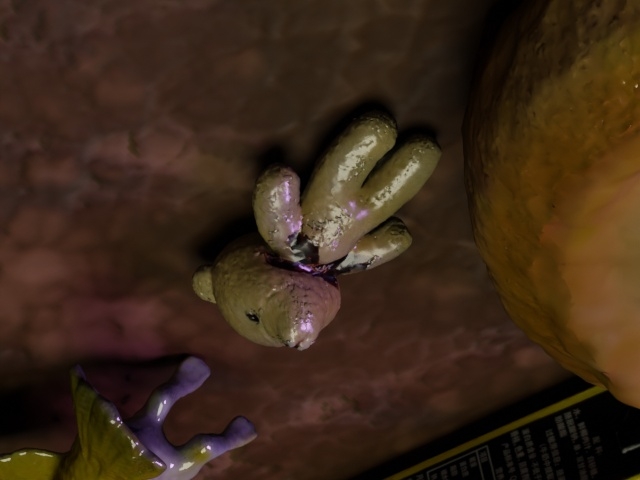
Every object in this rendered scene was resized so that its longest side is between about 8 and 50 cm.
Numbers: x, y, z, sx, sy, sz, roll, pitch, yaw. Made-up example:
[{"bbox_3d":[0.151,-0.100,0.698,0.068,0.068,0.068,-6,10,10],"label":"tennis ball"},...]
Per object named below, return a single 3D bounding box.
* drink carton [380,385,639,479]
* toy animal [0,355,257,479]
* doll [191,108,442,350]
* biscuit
[{"bbox_3d":[0.078,0.111,0.767,0.165,0.056,0.071,-27,142,18],"label":"drink carton"},{"bbox_3d":[-0.064,0.094,0.704,0.095,0.219,0.155,-49,163,15],"label":"toy animal"},{"bbox_3d":[-0.002,-0.005,0.651,0.061,0.051,0.093,24,99,-29],"label":"doll"},{"bbox_3d":[0.192,-0.017,0.589,0.296,0.102,0.296,1,146,1],"label":"biscuit"}]
